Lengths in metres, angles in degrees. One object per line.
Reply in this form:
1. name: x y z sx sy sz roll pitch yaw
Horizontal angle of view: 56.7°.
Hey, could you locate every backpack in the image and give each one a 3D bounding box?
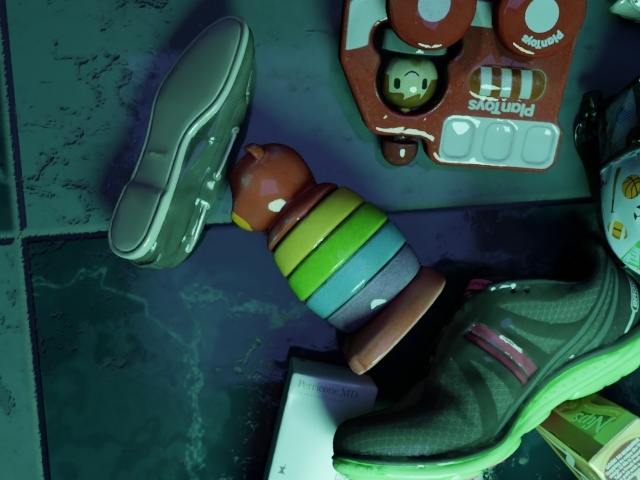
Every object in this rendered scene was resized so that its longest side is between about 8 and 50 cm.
1. backpack: 0.480 -0.071 0.732 0.277 0.213 0.263 12 77 -5

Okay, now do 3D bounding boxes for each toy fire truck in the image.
1. toy fire truck: 0.173 -0.213 0.754 0.302 0.169 0.253 3 111 -4

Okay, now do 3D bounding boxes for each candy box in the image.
1. candy box: 0.426 0.341 0.777 0.087 0.183 0.316 -40 95 -3

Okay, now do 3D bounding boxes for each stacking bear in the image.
1. stacking bear: 0.000 0.000 0.746 0.164 0.175 0.289 -44 88 -4

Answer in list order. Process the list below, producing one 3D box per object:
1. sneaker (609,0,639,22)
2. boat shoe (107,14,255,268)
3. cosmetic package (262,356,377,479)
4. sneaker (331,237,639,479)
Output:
1. sneaker: 0.465 -0.319 0.804 0.121 0.099 0.262 -35 87 5
2. boat shoe: -0.164 -0.121 0.765 0.112 0.095 0.335 22 86 30
3. cosmetic package: -0.009 0.284 0.789 0.117 0.085 0.231 12 93 -6
4. sneaker: 0.208 0.146 0.754 0.483 0.185 0.202 -25 83 -21
